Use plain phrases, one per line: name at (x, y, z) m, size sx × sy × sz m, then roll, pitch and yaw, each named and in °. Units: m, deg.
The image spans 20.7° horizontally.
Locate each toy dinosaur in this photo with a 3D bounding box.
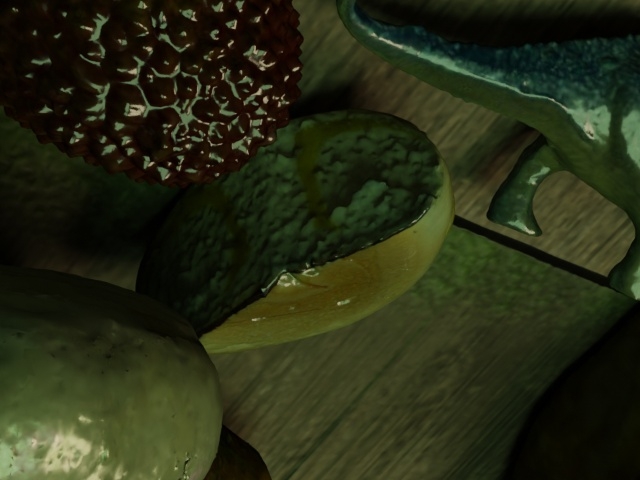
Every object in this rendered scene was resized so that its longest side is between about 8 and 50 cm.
toy dinosaur at (0.154, -0.046, 0.810) m, size 0.363 × 0.076 × 0.147 m, roll 6°, pitch 112°, yaw -27°

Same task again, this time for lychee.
lychee at (-0.066, -0.080, 0.655) m, size 0.123 × 0.129 × 0.123 m, roll -45°, pitch 154°, yaw -29°

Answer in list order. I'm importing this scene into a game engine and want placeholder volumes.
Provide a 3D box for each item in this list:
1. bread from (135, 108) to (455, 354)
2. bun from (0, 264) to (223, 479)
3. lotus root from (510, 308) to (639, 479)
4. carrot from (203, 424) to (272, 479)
bread at (0.000, 0.000, 0.788) m, size 0.094 × 0.083 × 0.157 m, roll 23°, pitch 133°, yaw -38°
bun at (-0.158, 0.078, 0.698) m, size 0.239 × 0.141 × 0.239 m, roll 3°, pitch 177°, yaw 0°
lotus root at (0.298, 0.152, 1.044) m, size 0.375 × 0.111 × 0.390 m, roll -31°, pitch 133°, yaw 9°
carrot at (-0.090, 0.111, 0.872) m, size 0.082 × 0.082 × 0.173 m, roll -35°, pitch 139°, yaw 16°
